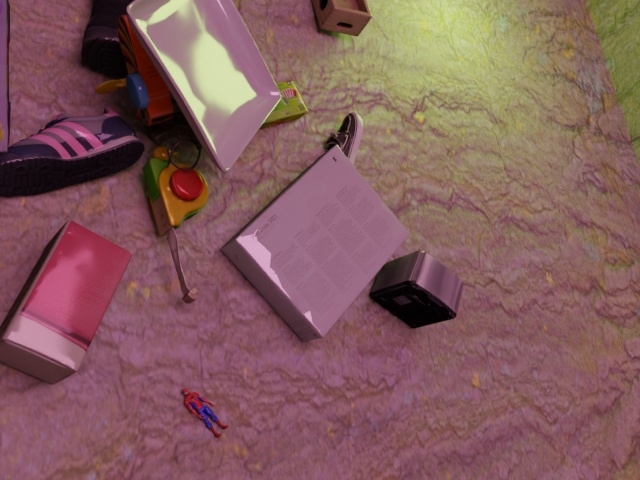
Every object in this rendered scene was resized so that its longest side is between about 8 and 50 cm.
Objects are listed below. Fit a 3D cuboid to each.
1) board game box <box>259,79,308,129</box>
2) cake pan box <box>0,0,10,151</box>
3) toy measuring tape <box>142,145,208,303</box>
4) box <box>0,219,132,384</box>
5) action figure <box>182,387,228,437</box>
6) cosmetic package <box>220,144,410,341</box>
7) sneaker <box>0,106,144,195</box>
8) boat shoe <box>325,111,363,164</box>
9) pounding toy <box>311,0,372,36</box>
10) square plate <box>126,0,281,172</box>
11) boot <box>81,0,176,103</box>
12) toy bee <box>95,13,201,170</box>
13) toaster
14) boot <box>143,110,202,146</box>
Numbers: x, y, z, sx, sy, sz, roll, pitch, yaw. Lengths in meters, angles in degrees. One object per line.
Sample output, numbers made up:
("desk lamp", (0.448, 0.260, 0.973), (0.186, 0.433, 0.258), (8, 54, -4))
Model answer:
("board game box", (-0.125, -0.330, 1.638), (0.181, 0.043, 0.092), (-24, 86, -41))
("cake pan box", (-0.549, -0.279, 1.104), (0.070, 0.267, 0.245), (2, 101, -25))
("toy measuring tape", (-0.269, -0.041, 1.360), (0.121, 0.121, 0.330), (-11, 78, -39))
("box", (-0.442, 0.107, 1.139), (0.127, 0.149, 0.232), (32, 55, -23))
("action figure", (-0.225, 0.328, 1.289), (0.115, 0.030, 0.038), (48, 55, -8))
("cosmetic package", (0.000, 0.000, 1.534), (0.284, 0.097, 0.377), (51, 56, -11))
("sneaker", (-0.502, -0.175, 1.262), (0.319, 0.112, 0.131), (-20, 67, -44))
("boat shoe", (0.054, -0.246, 1.714), (0.070, 0.078, 0.219), (25, 61, -24))
("pounding toy", (0.023, -0.689, 1.880), (0.181, 0.094, 0.206), (1, 61, -32))
("square plate", (-0.223, -0.357, 1.341), (0.344, 0.049, 0.347), (60, 32, -27))
("boot", (-0.332, -0.545, 1.524), (0.367, 0.146, 0.445), (18, 56, -32))
("toy bee", (-0.351, -0.294, 1.337), (0.195, 0.162, 0.298), (0, 96, -31))
("toaster", (0.240, 0.122, 1.627), (0.168, 0.186, 0.110), (35, 58, -20))
("boot", (-0.316, -0.226, 1.452), (0.106, 0.037, 0.114), (48, 46, 6))
